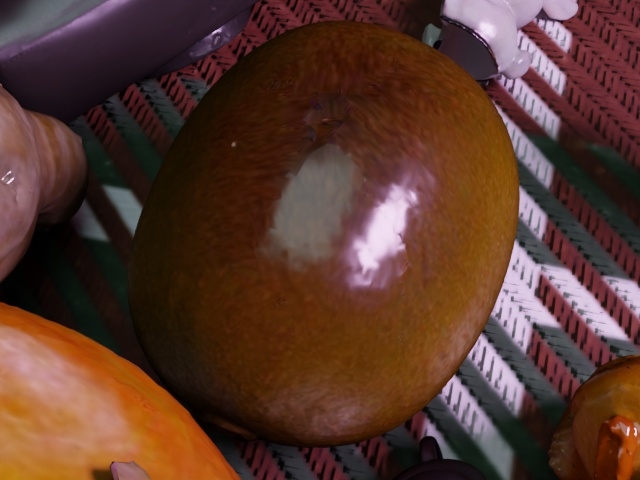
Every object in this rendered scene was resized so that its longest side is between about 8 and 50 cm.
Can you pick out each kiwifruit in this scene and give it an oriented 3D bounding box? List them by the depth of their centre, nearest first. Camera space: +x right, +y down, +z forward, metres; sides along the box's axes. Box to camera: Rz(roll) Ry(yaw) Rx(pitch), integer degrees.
[{"bbox_3d":[0.000,0.000,0.549,0.196,0.196,0.234,25,68,16],"label":"kiwifruit"}]

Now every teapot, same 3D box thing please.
[{"bbox_3d":[0.060,0.140,0.529,0.068,0.045,0.100,-17,34,14],"label":"teapot"}]

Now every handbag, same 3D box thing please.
[{"bbox_3d":[-0.161,-0.228,0.745,0.285,0.113,0.257,-36,57,-12],"label":"handbag"}]

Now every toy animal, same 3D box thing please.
[{"bbox_3d":[0.129,-0.170,0.723,0.085,0.071,0.124,25,61,17],"label":"toy animal"}]

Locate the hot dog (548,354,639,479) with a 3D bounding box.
[{"bbox_3d":[0.283,0.136,0.476,0.349,0.158,0.117,10,77,8],"label":"hot dog"}]

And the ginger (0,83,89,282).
[{"bbox_3d":[-0.261,-0.035,0.499,0.256,0.375,0.176,-35,76,17],"label":"ginger"}]

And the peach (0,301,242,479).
[{"bbox_3d":[-0.185,0.185,0.360,0.373,0.372,0.290,9,25,7],"label":"peach"}]
